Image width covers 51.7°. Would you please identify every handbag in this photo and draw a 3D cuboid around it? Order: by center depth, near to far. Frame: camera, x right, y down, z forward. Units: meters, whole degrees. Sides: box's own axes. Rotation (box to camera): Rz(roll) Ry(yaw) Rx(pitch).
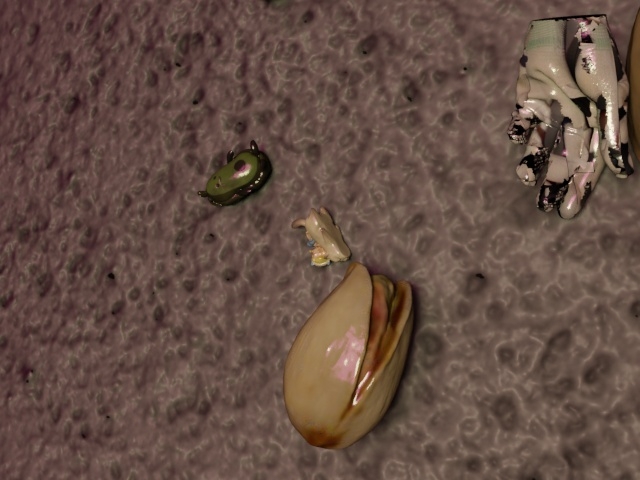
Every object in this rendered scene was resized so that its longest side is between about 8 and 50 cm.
[{"bbox_3d":[-0.119,-0.085,0.924,0.111,0.047,0.072,-33,68,15],"label":"handbag"}]

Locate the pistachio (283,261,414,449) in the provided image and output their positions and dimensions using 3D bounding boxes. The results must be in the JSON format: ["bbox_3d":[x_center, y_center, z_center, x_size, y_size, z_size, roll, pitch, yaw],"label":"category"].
[{"bbox_3d":[0.034,0.137,0.766,0.144,0.144,0.215,23,94,27],"label":"pistachio"}]

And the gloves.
[{"bbox_3d":[0.273,-0.133,0.722,0.127,0.111,0.212,1,110,21],"label":"gloves"}]

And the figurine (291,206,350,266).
[{"bbox_3d":[0.000,0.000,0.860,0.050,0.047,0.083,-37,75,31],"label":"figurine"}]

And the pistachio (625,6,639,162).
[{"bbox_3d":[0.387,-0.184,0.652,0.213,0.162,0.261,-118,44,-60],"label":"pistachio"}]
